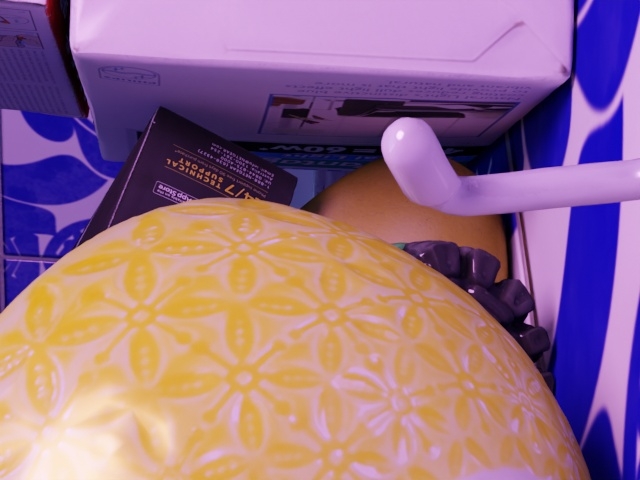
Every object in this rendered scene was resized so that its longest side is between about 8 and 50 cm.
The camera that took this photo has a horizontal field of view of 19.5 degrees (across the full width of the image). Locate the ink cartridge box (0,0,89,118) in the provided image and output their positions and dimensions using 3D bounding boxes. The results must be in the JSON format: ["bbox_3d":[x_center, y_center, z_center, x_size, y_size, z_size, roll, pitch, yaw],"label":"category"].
[{"bbox_3d":[-0.184,-0.228,1.009,0.309,0.130,0.271,124,151,-83],"label":"ink cartridge box"}]

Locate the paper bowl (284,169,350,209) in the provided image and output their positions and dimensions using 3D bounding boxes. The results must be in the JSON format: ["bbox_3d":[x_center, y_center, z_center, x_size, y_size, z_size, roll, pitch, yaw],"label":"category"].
[{"bbox_3d":[0.000,0.000,1.354,0.284,0.148,0.284,-176,90,-88],"label":"paper bowl"}]

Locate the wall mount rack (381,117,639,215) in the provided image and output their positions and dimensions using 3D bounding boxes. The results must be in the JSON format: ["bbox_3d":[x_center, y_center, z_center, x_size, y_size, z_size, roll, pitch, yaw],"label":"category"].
[{"bbox_3d":[0.047,-0.172,0.508,0.304,0.131,0.350,70,-162,-57],"label":"wall mount rack"}]

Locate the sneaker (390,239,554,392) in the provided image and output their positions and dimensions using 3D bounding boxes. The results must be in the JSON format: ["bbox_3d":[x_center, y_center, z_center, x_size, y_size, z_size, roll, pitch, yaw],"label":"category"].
[{"bbox_3d":[0.012,0.171,0.833,0.146,0.134,0.343,1,80,59],"label":"sneaker"}]

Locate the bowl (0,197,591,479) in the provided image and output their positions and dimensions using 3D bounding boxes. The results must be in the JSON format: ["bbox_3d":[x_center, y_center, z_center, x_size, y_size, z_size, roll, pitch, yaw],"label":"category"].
[{"bbox_3d":[0.013,0.134,0.618,0.156,0.289,0.289,7,94,44],"label":"bowl"}]

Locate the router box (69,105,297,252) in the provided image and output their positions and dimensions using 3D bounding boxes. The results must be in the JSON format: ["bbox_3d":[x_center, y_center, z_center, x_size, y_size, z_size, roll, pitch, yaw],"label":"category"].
[{"bbox_3d":[-0.133,0.121,0.896,0.309,0.081,0.243,-53,14,44],"label":"router box"}]

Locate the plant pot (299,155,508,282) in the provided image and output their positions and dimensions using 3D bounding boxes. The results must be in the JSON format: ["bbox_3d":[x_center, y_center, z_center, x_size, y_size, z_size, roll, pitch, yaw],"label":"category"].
[{"bbox_3d":[0.042,0.010,0.947,0.134,0.134,0.095,100,-163,-61],"label":"plant pot"}]

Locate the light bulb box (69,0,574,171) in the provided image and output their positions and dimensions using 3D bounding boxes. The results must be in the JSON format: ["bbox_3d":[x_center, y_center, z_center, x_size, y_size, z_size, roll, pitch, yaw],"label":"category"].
[{"bbox_3d":[-0.004,-0.228,0.983,0.361,0.225,0.357,130,143,-83],"label":"light bulb box"}]
